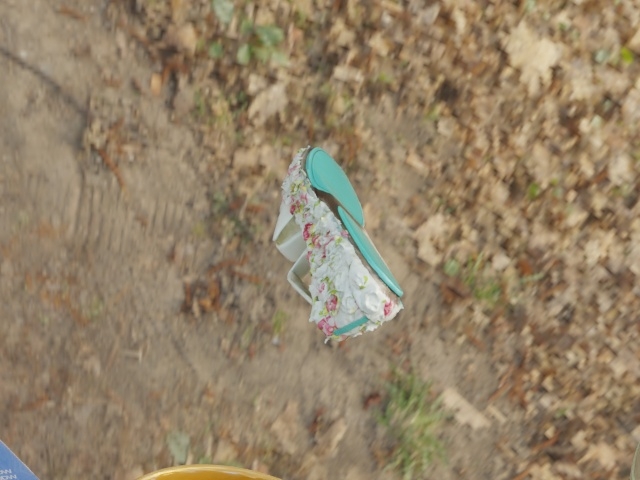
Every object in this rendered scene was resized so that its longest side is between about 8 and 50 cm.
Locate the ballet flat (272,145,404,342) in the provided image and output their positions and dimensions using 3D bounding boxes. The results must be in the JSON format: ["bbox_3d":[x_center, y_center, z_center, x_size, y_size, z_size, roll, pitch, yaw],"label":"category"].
[{"bbox_3d":[0.000,0.000,1.216,0.077,0.241,0.091,-40,119,11],"label":"ballet flat"}]

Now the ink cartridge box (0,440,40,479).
[{"bbox_3d":[-0.267,0.281,0.998,0.151,0.395,0.270,-3,110,-34],"label":"ink cartridge box"}]

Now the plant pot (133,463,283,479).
[{"bbox_3d":[-0.085,0.311,1.171,0.205,0.188,0.205,12,24,-5],"label":"plant pot"}]

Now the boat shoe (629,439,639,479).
[{"bbox_3d":[0.399,0.150,1.436,0.109,0.098,0.302,33,53,25],"label":"boat shoe"}]
